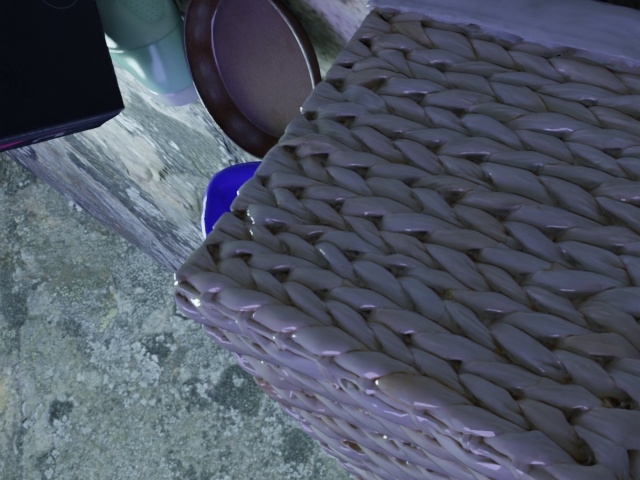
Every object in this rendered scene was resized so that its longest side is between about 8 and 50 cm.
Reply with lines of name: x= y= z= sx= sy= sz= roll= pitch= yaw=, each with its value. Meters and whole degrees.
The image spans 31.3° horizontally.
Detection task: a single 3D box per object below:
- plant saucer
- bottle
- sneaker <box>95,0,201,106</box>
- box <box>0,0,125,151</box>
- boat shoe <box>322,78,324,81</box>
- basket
plant saucer: x=-0.054 y=-0.150 z=0.987 sx=0.168 sy=0.029 sz=0.168 roll=31 pitch=137 yaw=34
bottle: x=0.000 y=0.000 z=1.091 sx=0.118 sy=0.092 sz=0.283 roll=1 pitch=169 yaw=27
sneaker: x=-0.203 y=-0.241 z=1.106 sx=0.256 sy=0.094 sz=0.151 roll=34 pitch=158 yaw=42
box: x=-0.291 y=-0.215 z=0.986 sx=0.143 sy=0.165 sz=0.270 roll=-179 pitch=73 yaw=-71
boat shoe: x=-0.023 y=-0.105 z=1.065 sx=0.079 sy=0.081 sz=0.227 roll=47 pitch=164 yaw=-32
basket: x=0.152 y=0.055 z=0.696 sx=0.331 sy=0.266 sz=0.328 roll=22 pitch=159 yaw=42
